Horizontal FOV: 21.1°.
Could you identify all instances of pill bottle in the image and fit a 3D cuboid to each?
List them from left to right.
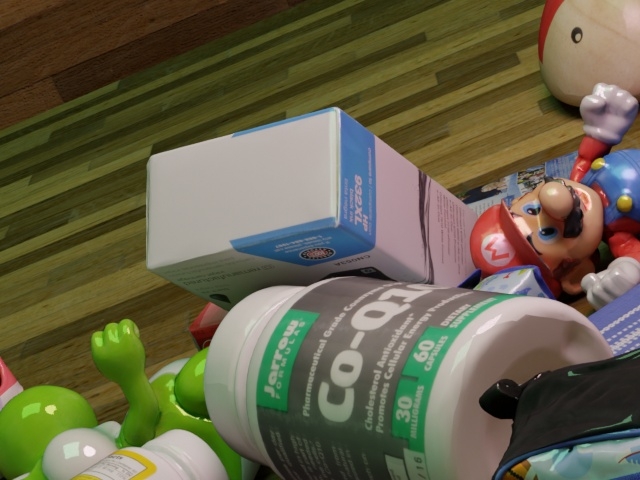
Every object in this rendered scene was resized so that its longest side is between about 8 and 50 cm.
[{"bbox_3d":[-0.183,0.257,1.527,0.119,0.119,0.208,-3,19,46],"label":"pill bottle"},{"bbox_3d":[0.066,0.136,1.472,0.204,0.204,0.361,-37,23,-30],"label":"pill bottle"}]

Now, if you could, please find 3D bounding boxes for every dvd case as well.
[{"bbox_3d":[0.210,-0.029,1.988,0.253,0.022,0.180,-20,21,13],"label":"dvd case"}]

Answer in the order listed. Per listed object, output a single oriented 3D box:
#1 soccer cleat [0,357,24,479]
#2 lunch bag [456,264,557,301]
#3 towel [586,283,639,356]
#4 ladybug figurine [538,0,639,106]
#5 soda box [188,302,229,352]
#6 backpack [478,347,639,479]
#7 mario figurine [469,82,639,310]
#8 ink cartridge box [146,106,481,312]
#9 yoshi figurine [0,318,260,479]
[{"bbox_3d":[-0.386,0.227,1.736,0.108,0.116,0.318,-10,19,22],"label":"soccer cleat"},{"bbox_3d":[0.147,0.094,1.661,0.129,0.096,0.151,-38,9,-27],"label":"lunch bag"},{"bbox_3d":[0.384,0.082,1.503,0.243,0.040,0.336,-31,23,-21],"label":"towel"},{"bbox_3d":[0.425,-0.325,2.274,0.305,0.162,0.449,-16,22,24],"label":"ladybug figurine"},{"bbox_3d":[-0.047,0.060,1.971,0.092,0.083,0.263,-13,23,29],"label":"soda box"},{"bbox_3d":[0.254,0.194,1.028,0.276,0.263,0.213,-18,26,31],"label":"backpack"},{"bbox_3d":[0.297,-0.047,1.723,0.320,0.170,0.198,-26,22,-8],"label":"mario figurine"},{"bbox_3d":[0.000,0.000,1.745,0.223,0.307,0.129,-14,65,28],"label":"ink cartridge box"},{"bbox_3d":[-0.184,0.169,1.718,0.362,0.203,0.203,-29,12,-5],"label":"yoshi figurine"}]
